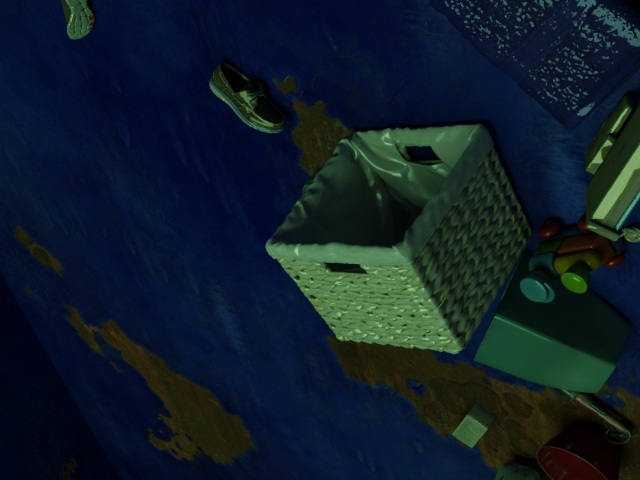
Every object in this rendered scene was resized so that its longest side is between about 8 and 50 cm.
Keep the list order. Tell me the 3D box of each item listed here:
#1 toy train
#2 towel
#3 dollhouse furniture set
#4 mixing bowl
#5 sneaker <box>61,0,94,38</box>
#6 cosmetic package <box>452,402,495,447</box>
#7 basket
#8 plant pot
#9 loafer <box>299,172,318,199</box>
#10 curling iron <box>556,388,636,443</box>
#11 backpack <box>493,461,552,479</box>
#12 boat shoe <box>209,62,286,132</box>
[{"bbox_3d":[0.459,0.030,1.764,0.248,0.143,0.105,-13,120,50],"label":"toy train"},{"bbox_3d":[0.333,-0.333,1.546,0.308,0.076,0.227,41,139,-1],"label":"towel"},{"bbox_3d":[0.564,-0.083,1.498,0.303,0.286,0.198,26,122,-2],"label":"dollhouse furniture set"},{"bbox_3d":[0.555,0.456,2.187,0.181,0.098,0.181,31,153,18],"label":"mixing bowl"},{"bbox_3d":[-0.519,-0.497,2.208,0.065,0.061,0.158,56,153,27],"label":"sneaker"},{"bbox_3d":[0.354,0.428,2.412,0.060,0.041,0.115,35,146,9],"label":"cosmetic package"},{"bbox_3d":[0.150,-0.009,1.869,0.328,0.331,0.266,2,136,44],"label":"basket"},{"bbox_3d":[0.438,0.171,1.942,0.234,0.166,0.165,24,144,9],"label":"plant pot"},{"bbox_3d":[0.000,0.000,2.203,0.112,0.111,0.319,20,141,28],"label":"loafer"},{"bbox_3d":[0.524,0.327,2.137,0.274,0.035,0.068,37,146,5],"label":"curling iron"},{"bbox_3d":[0.477,0.600,2.378,0.188,0.166,0.144,6,143,37],"label":"backpack"},{"bbox_3d":[-0.143,-0.282,2.061,0.183,0.066,0.066,35,145,8],"label":"boat shoe"}]
